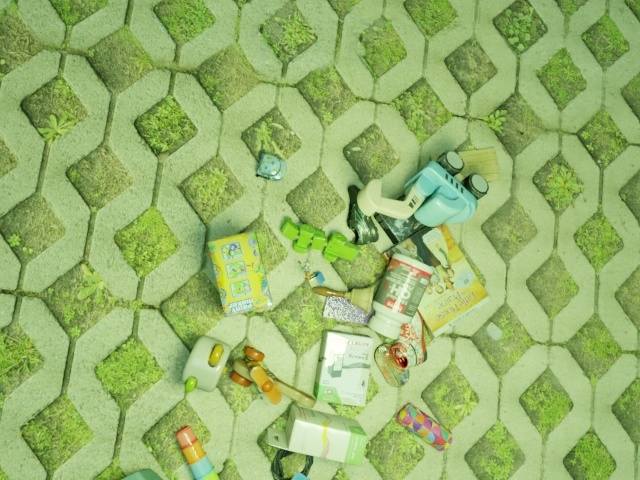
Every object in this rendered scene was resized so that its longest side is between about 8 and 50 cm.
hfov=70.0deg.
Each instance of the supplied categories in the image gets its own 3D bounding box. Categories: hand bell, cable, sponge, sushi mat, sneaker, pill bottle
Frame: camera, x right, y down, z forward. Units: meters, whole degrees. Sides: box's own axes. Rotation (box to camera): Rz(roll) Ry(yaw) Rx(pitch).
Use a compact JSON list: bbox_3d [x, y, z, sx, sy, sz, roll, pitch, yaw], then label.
[{"bbox_3d":[0.089,0.219,1.866,0.242,0.126,0.126,10,82,6],"label":"hand bell"},{"bbox_3d":[-0.108,0.883,1.819,0.151,0.047,0.184,26,85,0],"label":"cable"},{"bbox_3d":[0.121,0.281,1.917,0.210,0.031,0.117,12,81,-6],"label":"sponge"},{"bbox_3d":[0.654,-0.328,2.063,0.317,0.019,0.151,-8,85,-9],"label":"sushi mat"},{"bbox_3d":[0.158,-0.106,1.930,0.106,0.101,0.267,-20,87,-7],"label":"sneaker"},{"bbox_3d":[0.312,0.223,1.828,0.177,0.176,0.318,24,89,-5],"label":"pill bottle"},{"bbox_3d":[0.353,0.392,1.883,0.145,0.090,0.269,-11,88,-41],"label":"sneaker"}]

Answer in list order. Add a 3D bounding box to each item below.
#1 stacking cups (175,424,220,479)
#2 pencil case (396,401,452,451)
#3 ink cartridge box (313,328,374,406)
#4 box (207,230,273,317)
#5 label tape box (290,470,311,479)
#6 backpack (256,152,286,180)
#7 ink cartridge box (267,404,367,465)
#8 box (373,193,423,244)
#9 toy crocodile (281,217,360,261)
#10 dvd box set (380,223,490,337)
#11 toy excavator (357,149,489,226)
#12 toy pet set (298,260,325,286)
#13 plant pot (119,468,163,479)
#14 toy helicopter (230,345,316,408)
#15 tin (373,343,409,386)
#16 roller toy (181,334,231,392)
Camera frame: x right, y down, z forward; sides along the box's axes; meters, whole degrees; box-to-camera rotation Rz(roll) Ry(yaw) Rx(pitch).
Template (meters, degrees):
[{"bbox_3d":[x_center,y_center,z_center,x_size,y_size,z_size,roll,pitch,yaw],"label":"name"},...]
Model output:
[{"bbox_3d":[-0.457,0.864,1.755,0.096,0.096,0.316,-27,83,-10],"label":"stacking cups"},{"bbox_3d":[0.428,0.766,1.879,0.236,0.104,0.104,37,80,-5],"label":"pencil case"},{"bbox_3d":[0.093,0.509,1.846,0.199,0.115,0.272,10,83,-7],"label":"ink cartridge box"},{"bbox_3d":[-0.299,0.131,1.743,0.177,0.290,0.278,-14,85,-9],"label":"box"},{"bbox_3d":[-0.105,1.067,1.754,0.241,0.106,0.333,39,81,-9],"label":"label tape box"},{"bbox_3d":[-0.200,-0.302,1.907,0.115,0.084,0.104,17,84,-9],"label":"backpack"},{"bbox_3d":[-0.019,0.737,1.760,0.354,0.207,0.119,15,83,-7],"label":"ink cartridge box"},{"bbox_3d":[0.340,-0.092,1.957,0.156,0.093,0.158,-36,91,-10],"label":"box"},{"bbox_3d":[0.000,0.000,1.900,0.341,0.105,0.115,16,124,-7],"label":"toy crocodile"},{"bbox_3d":[0.495,0.158,1.968,0.308,0.062,0.420,-30,89,-9],"label":"dvd box set"},{"bbox_3d":[0.405,-0.169,1.812,0.433,0.222,0.445,40,54,-7],"label":"toy excavator"},{"bbox_3d":[-0.030,0.133,1.871,0.065,0.122,0.114,-28,108,-3],"label":"toy pet set"},{"bbox_3d":[-0.664,0.975,1.636,0.247,0.247,0.252,-24,70,-10],"label":"plant pot"},{"bbox_3d":[-0.173,0.547,1.745,0.355,0.235,0.140,29,81,-4],"label":"toy helicopter"},{"bbox_3d":[0.296,0.522,1.915,0.106,0.040,0.189,-28,88,-14],"label":"tin"},{"bbox_3d":[-0.425,0.468,1.738,0.147,0.191,0.209,23,93,-5],"label":"roller toy"}]
